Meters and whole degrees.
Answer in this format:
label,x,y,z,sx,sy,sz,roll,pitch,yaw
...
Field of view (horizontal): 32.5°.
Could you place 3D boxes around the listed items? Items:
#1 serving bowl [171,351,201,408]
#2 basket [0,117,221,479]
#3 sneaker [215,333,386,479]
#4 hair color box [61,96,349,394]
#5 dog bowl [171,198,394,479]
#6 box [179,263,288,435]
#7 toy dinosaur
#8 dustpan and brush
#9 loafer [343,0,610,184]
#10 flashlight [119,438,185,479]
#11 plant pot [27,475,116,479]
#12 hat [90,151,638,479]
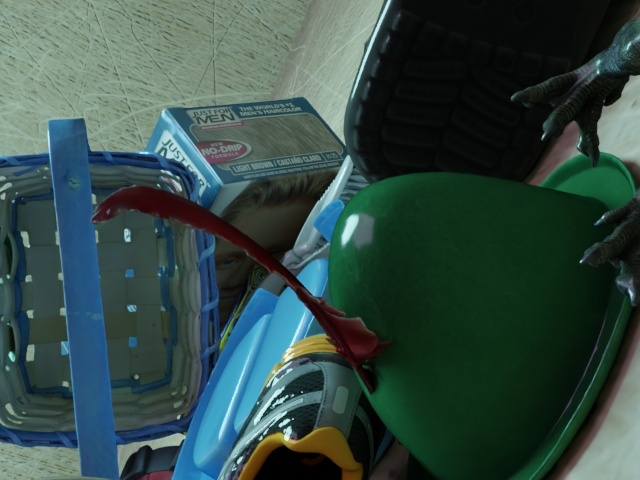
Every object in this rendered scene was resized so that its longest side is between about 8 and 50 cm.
label,x,y,z,sx,sy,sz,roll,pitch,yaw
serving bowl,-0.132,0.130,1.038,0.083,0.027,0.083,-62,10,19
basket,-0.176,0.050,0.833,0.289,0.201,0.254,172,95,-75
sneaker,-0.030,0.149,0.523,0.083,0.084,0.214,-74,3,-74
hair color box,-0.121,0.025,1.091,0.174,0.105,0.347,-13,-36,-43
dog bowl,-0.016,0.093,0.690,0.297,0.074,0.165,-49,19,58
box,-0.076,0.111,1.031,0.059,0.054,0.168,-90,26,-70
toy dinosaur,0.123,-0.055,0.355,0.118,0.064,0.268,-51,14,32
dustpan and brush,0.000,0.000,0.873,0.211,0.060,0.147,-62,10,21
loafer,0.109,-0.193,0.538,0.366,0.134,0.130,-61,11,26
flashlight,-0.112,0.250,0.730,0.304,0.103,0.103,-89,22,-71
plant pot,-0.121,0.236,0.408,0.243,0.275,0.275,-50,15,25
hat,0.008,0.004,0.439,0.208,0.184,0.173,-50,19,57
